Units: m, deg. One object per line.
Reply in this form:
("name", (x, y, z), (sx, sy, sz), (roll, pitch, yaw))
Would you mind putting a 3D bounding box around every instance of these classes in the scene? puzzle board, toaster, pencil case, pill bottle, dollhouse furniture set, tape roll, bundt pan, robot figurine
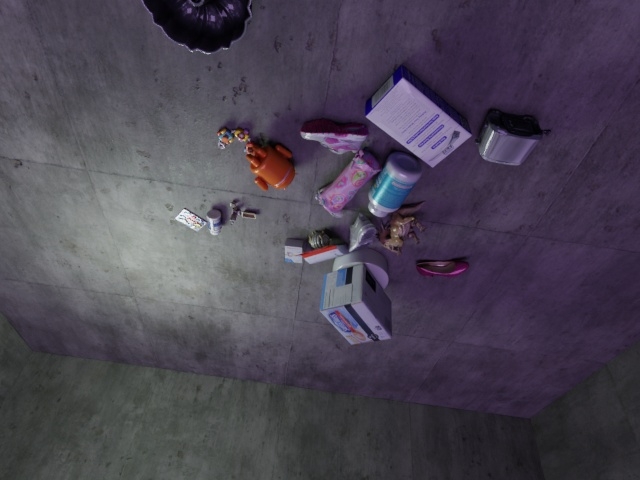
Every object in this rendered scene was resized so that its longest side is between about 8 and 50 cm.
("puzzle board", (-0.628, -0.095, 2.060), (0.128, 0.011, 0.096), (35, 131, -27))
("toaster", (0.673, -0.360, 1.515), (0.227, 0.129, 0.146), (8, 142, -4))
("pencil case", (0.114, -0.237, 1.699), (0.124, 0.124, 0.284), (29, 125, -23))
("pill bottle", (0.286, -0.214, 1.709), (0.146, 0.146, 0.264), (16, 136, -10))
("pill bottle", (-0.502, -0.084, 2.014), (0.067, 0.067, 0.120), (8, 138, -1))
("dollhouse furniture set", (-0.358, -0.116, 1.948), (0.114, 0.081, 0.091), (7, 138, -1))
("tape roll", (0.203, 0.165, 2.170), (0.286, 0.100, 0.286), (4, 138, 3))
("bundt pan", (-0.349, -0.734, 1.240), (0.331, 0.124, 0.331), (4, 139, 4))
("robot figurine", (-0.192, -0.288, 1.696), (0.128, 0.158, 0.219), (-16, 143, 42))

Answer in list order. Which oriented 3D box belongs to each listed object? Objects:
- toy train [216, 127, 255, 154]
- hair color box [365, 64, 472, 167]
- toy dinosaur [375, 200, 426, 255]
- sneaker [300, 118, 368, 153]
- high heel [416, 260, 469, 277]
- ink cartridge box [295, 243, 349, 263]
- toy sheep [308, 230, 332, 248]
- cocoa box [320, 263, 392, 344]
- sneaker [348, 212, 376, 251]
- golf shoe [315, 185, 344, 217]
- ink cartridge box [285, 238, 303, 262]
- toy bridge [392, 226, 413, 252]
("toy train", (-0.330, -0.382, 1.680), (0.166, 0.046, 0.125), (7, 138, 0))
("hair color box", (0.344, -0.428, 1.497), (0.339, 0.110, 0.185), (31, 131, -22))
("toy dinosaur", (0.346, -0.064, 1.896), (0.127, 0.200, 0.295), (-2, 121, -42))
("sneaker", (0.048, -0.378, 1.594), (0.252, 0.103, 0.111), (8, 136, 0))
("high heel", (0.597, 0.126, 2.092), (0.244, 0.082, 0.117), (-10, 147, 36))
("ink cartridge box", (0.012, 0.068, 2.027), (0.189, 0.232, 0.066), (-17, 88, 25))
("toy sheep", (0.000, 0.000, 2.028), (0.132, 0.091, 0.091), (-2, 141, 38))
("cocoa box", (0.182, 0.323, 2.099), (0.228, 0.231, 0.347), (-17, 132, 25))
("sneaker", (0.186, -0.034, 1.968), (0.105, 0.115, 0.281), (-13, 159, -18))
("golf shoe", (0.059, -0.167, 1.854), (0.086, 0.069, 0.176), (-32, 127, 27))
("ink cartridge box", (-0.132, 0.053, 2.127), (0.088, 0.052, 0.122), (5, 137, 2))
("toy bridge", (0.370, -0.008, 2.013), (0.063, 0.026, 0.188), (16, 137, -6))
